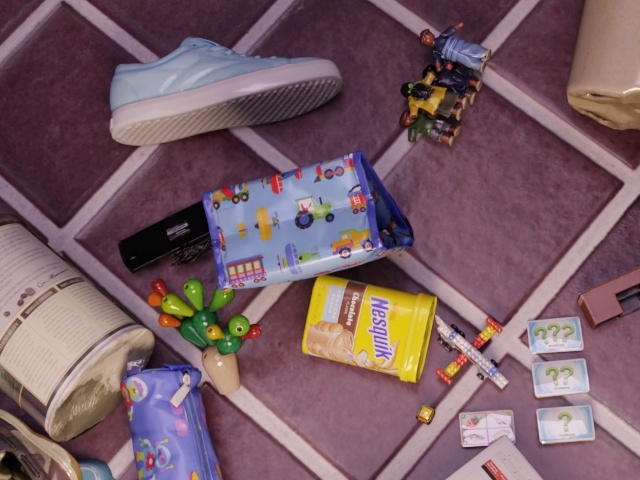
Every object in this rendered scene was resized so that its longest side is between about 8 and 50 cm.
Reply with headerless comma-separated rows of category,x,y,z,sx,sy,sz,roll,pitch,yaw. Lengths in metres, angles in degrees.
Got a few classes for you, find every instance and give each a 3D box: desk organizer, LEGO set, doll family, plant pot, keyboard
desk organizer,0.433,0.075,1.668,0.130,0.047,0.050,-24,73,-1
LEGO set,0.252,0.193,1.649,0.244,0.060,0.183,-4,68,6
doll family,0.179,-0.240,1.793,0.111,0.076,0.193,23,71,18
plant pot,0.498,-0.310,1.668,0.333,0.334,0.306,19,87,13
keyboard,-0.207,0.001,1.788,0.192,0.038,0.100,-27,48,-1

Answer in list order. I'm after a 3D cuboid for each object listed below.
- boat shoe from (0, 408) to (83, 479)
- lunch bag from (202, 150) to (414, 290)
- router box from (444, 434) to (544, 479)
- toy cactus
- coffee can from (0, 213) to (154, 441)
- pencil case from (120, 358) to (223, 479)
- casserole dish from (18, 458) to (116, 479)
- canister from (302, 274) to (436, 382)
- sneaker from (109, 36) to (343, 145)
boat shoe,-0.434,0.301,1.656,0.223,0.080,0.073,19,39,31
lunch bag,0.000,0.000,1.619,0.221,0.293,0.138,-14,76,13
router box,0.226,0.467,1.502,0.301,0.082,0.335,-31,70,-23
toy cactus,-0.153,0.129,1.683,0.219,0.181,0.112,2,28,43
coffee can,-0.403,0.122,1.676,0.275,0.201,0.201,38,80,17
pencil case,-0.193,0.313,1.627,0.119,0.133,0.306,-1,67,-36
casserole dish,-0.379,0.371,1.680,0.188,0.037,0.114,-7,72,4
canister,0.068,0.122,1.675,0.169,0.073,0.126,12,93,13
sneaker,-0.153,-0.256,1.804,0.365,0.135,0.150,-10,74,3
